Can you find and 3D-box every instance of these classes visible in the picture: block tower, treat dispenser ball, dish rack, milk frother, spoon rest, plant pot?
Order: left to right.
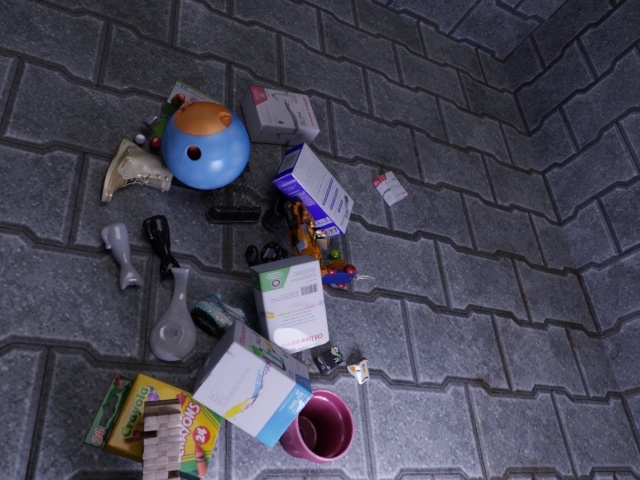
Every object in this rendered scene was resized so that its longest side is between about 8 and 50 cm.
[{"bbox_3d":[-0.394,0.572,1.320,0.097,0.091,0.336,0,87,-18],"label":"block tower"},{"bbox_3d":[-0.435,0.225,1.616,0.137,0.084,0.277,5,68,-7],"label":"spoon rest"},{"bbox_3d":[-0.379,-0.314,1.777,0.288,0.288,0.288,17,54,-24],"label":"treat dispenser ball"},{"bbox_3d":[-0.332,-0.194,1.961,0.208,0.074,0.272,0,60,-35],"label":"dish rack"},{"bbox_3d":[-0.172,0.066,1.888,0.143,0.129,0.134,42,2,35],"label":"milk frother"},{"bbox_3d":[-0.027,0.565,1.598,0.201,0.180,0.201,17,53,-24],"label":"plant pot"}]

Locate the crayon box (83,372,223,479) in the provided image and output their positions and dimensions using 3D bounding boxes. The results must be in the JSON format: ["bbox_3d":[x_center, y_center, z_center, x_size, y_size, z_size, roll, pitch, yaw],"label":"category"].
[{"bbox_3d":[-0.436,0.495,1.442,0.318,0.081,0.202,26,51,-16],"label":"crayon box"}]

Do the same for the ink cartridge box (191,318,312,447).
[{"bbox_3d":[-0.193,0.400,1.528,0.270,0.197,0.198,36,4,-12],"label":"ink cartridge box"}]

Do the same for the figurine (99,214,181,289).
[{"bbox_3d":[-0.550,0.042,1.659,0.214,0.092,0.210,-14,74,-38],"label":"figurine"}]

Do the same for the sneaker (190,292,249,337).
[{"bbox_3d":[-0.262,0.270,1.685,0.283,0.110,0.122,42,44,-4],"label":"sneaker"}]

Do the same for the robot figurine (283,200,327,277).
[{"bbox_3d":[-0.056,-0.011,1.921,0.211,0.085,0.291,54,19,-55],"label":"robot figurine"}]

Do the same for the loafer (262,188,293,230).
[{"bbox_3d":[-0.122,-0.160,2.057,0.109,0.095,0.303,34,49,-9],"label":"loafer"}]

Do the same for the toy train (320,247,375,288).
[{"bbox_3d":[0.079,0.096,2.034,0.248,0.105,0.143,1,48,-33],"label":"toy train"}]

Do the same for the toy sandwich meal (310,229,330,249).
[{"bbox_3d":[0.000,0.000,2.058,0.085,0.029,0.086,-2,99,-13],"label":"toy sandwich meal"}]

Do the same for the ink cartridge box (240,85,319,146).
[{"bbox_3d":[-0.168,-0.516,2.240,0.282,0.117,0.207,-2,63,-34],"label":"ink cartridge box"}]

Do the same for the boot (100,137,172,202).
[{"bbox_3d":[-0.600,-0.203,1.775,0.203,0.095,0.262,24,47,-21],"label":"boot"}]

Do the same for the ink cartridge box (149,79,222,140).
[{"bbox_3d":[-0.496,-0.446,1.995,0.188,0.097,0.255,25,50,-18],"label":"ink cartridge box"}]

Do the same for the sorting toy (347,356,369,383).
[{"bbox_3d":[0.146,0.460,1.882,0.083,0.044,0.075,-20,93,-40],"label":"sorting toy"}]

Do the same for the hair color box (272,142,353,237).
[{"bbox_3d":[-0.020,-0.185,2.056,0.339,0.110,0.185,46,43,-29],"label":"hair color box"}]

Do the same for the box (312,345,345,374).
[{"bbox_3d":[0.029,0.407,1.823,0.083,0.052,0.062,-21,73,-39],"label":"box"}]

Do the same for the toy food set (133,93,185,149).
[{"bbox_3d":[-0.544,-0.406,1.877,0.232,0.104,0.111,-47,109,-16],"label":"toy food set"}]

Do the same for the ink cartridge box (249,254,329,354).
[{"bbox_3d":[-0.098,0.205,1.716,0.201,0.117,0.278,-12,102,-23],"label":"ink cartridge box"}]

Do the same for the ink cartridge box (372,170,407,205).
[{"bbox_3d":[0.315,-0.234,2.419,0.099,0.056,0.135,-25,77,-41],"label":"ink cartridge box"}]
